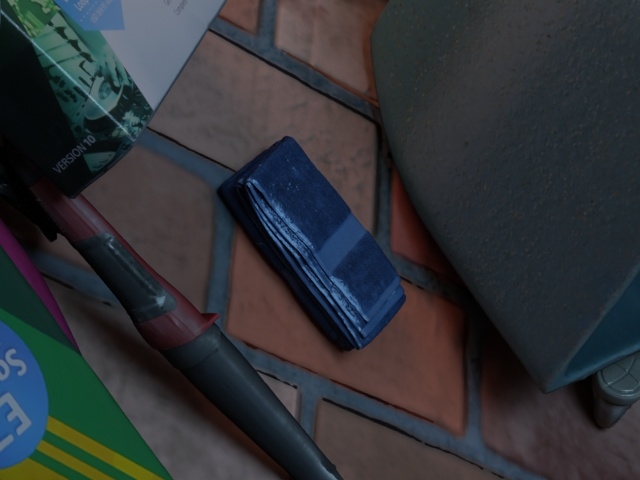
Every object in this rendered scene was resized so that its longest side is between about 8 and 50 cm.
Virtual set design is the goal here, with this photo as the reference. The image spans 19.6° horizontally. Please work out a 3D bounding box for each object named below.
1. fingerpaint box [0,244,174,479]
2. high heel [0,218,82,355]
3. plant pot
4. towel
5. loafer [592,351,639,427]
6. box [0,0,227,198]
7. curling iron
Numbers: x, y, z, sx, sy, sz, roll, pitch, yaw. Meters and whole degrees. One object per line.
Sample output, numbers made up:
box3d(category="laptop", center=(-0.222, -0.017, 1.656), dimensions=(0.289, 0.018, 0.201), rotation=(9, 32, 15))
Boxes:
box3d(category="fingerpaint box", center=(-0.204, 0.232, 0.619), dimensions=(0.371, 0.163, 0.445), rotation=(55, 43, -5))
box3d(category="high heel", center=(-0.178, -0.026, 0.865), dimensions=(0.244, 0.082, 0.117), rotation=(45, 35, -8))
box3d(category="plant pot", center=(0.180, -0.105, 1.116), dimensions=(0.247, 0.248, 0.252), rotation=(-17, 57, -46))
box3d(category="towel", center=(0.000, 0.000, 1.038), dimensions=(0.119, 0.029, 0.067), rotation=(52, 42, -7))
box3d(category="loafer", center=(0.194, 0.067, 1.182), dimensions=(0.045, 0.039, 0.125), rotation=(20, 44, 7))
box3d(category="box", center=(-0.187, -0.194, 0.906), dimensions=(0.322, 0.058, 0.232), rotation=(43, 29, -13))
box3d(category="curling iron", center=(-0.073, 0.038, 0.930), dimensions=(0.274, 0.035, 0.068), rotation=(46, 1, -20))
